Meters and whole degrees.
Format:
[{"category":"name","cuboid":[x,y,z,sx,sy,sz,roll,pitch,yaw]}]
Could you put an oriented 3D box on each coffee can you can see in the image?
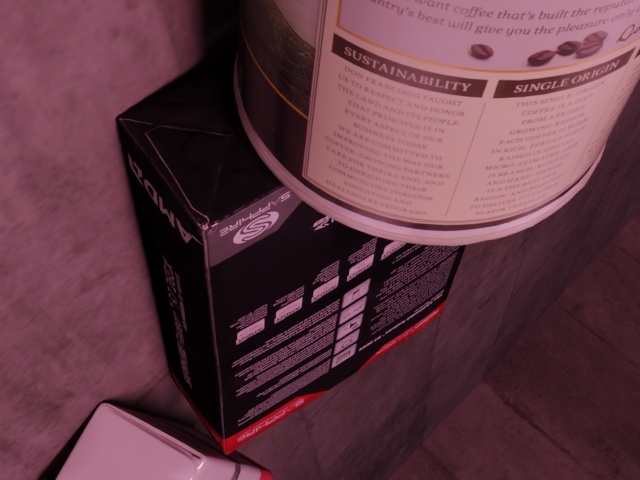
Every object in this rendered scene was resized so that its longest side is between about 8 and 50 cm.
[{"category":"coffee can","cuboid":[0.064,-0.151,0.419,0.201,0.201,0.275,-40,160,-24]}]

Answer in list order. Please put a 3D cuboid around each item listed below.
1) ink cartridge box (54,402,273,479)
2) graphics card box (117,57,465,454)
[{"category":"ink cartridge box","cuboid":[-0.144,0.241,0.845,0.172,0.100,0.237,-61,163,-9]},{"category":"graphics card box","cuboid":[0.000,0.000,0.703,0.233,0.094,0.371,-31,158,-18]}]
